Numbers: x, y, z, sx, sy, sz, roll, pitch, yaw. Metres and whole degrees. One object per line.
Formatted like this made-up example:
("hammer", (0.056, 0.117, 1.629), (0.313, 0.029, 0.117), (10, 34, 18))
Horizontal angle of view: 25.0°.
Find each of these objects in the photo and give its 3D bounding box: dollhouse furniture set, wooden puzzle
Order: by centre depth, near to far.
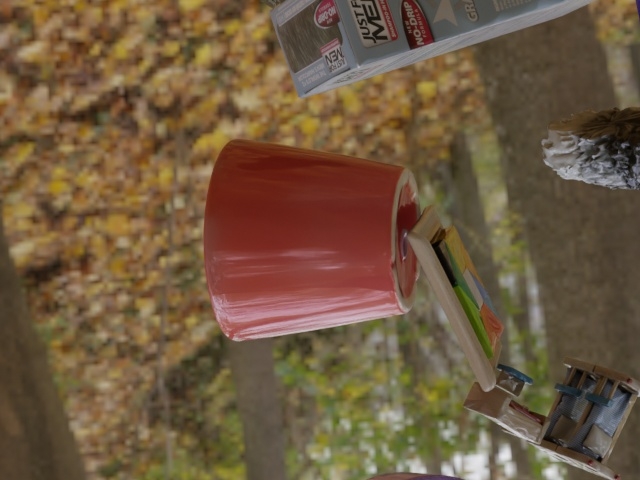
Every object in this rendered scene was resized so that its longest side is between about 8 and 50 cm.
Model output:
("dollhouse furniture set", (0.311, 0.207, 1.858), (0.183, 0.129, 0.129), (31, 171, -29))
("wooden puzzle", (0.184, 0.066, 1.876), (0.044, 0.221, 0.239), (-26, -175, 11))

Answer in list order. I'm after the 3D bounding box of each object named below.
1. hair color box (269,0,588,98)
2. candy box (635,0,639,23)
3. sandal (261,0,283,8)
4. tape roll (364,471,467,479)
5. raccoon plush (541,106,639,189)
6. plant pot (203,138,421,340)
("hair color box", (0.152, -0.278, 1.631), (0.374, 0.114, 0.185), (-20, -178, -21))
("candy box", (0.600, -0.328, 1.809), (0.317, 0.122, 0.268), (-19, -166, -23))
("sandal", (-0.071, -0.350, 1.902), (0.180, 0.049, 0.072), (39, 173, -36))
("tape roll", (0.113, 0.410, 1.682), (0.275, 0.275, 0.090), (-2, 174, -24))
("raccoon plush", (0.453, 0.006, 1.351), (0.446, 0.299, 0.216), (7, -150, 44))
("plant pot", (0.000, 0.000, 1.928), (0.243, 0.275, 0.275), (0, 176, 14))
